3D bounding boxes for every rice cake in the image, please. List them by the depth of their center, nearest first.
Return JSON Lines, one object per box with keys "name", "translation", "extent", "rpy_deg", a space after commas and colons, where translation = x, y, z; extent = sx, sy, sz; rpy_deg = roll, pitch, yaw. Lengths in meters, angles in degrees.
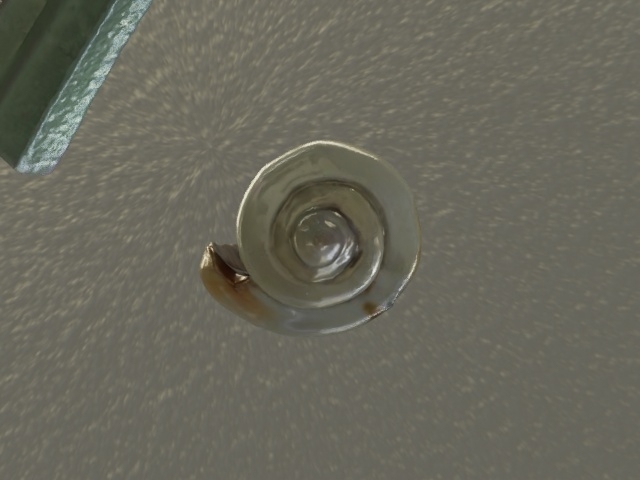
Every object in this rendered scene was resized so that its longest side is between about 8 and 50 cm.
{"name": "rice cake", "translation": [-0.119, -0.143, 0.626], "extent": [0.080, 0.042, 0.222], "rpy_deg": [40, -76, 23]}

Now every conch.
{"name": "conch", "translation": [0.008, 0.008, 0.889], "extent": [0.127, 0.255, 0.158], "rpy_deg": [45, -83, 8]}
